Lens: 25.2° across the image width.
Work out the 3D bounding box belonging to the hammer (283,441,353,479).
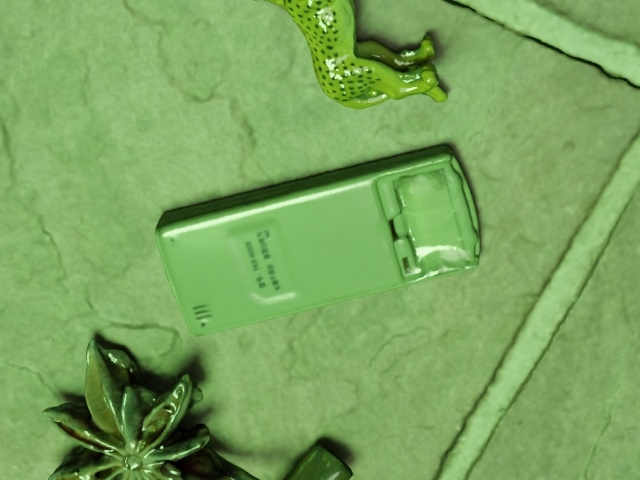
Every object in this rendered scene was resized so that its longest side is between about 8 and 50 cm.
[{"bbox_3d":[-0.125,0.375,1.382,0.168,0.044,0.440,42,90,10],"label":"hammer"}]

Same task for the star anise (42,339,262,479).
[{"bbox_3d":[-0.153,0.200,1.362,0.231,0.089,0.209,37,123,-6],"label":"star anise"}]

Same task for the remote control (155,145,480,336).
[{"bbox_3d":[0.000,0.000,1.296,0.285,0.038,0.123,-16,113,8],"label":"remote control"}]

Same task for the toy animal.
[{"bbox_3d":[0.020,-0.172,1.207,0.136,0.073,0.181,-14,125,18],"label":"toy animal"}]
